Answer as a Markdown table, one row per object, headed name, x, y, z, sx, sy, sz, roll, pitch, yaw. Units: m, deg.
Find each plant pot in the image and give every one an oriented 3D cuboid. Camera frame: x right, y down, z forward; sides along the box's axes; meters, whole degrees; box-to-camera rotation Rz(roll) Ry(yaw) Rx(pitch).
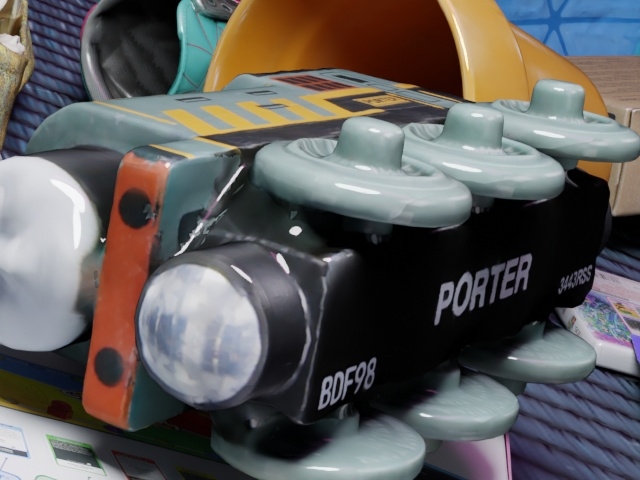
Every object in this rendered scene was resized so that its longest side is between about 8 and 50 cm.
| name | x | y | z | sx | sy | sz | roll | pitch | yaw |
| --- | --- | --- | --- | --- | --- | --- | --- | --- | --- |
| plant pot | 0.066 | -0.060 | 1.063 | 0.188 | 0.205 | 0.205 | 5 | 23 | -47 |

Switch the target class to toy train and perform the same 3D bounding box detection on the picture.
| name | x | y | z | sx | sy | sz | roll | pitch | yaw |
| --- | --- | --- | --- | --- | --- | --- | --- | --- | --- |
| toy train | 0.000 | 0.000 | 0.734 | 0.190 | 0.142 | 0.334 | 16 | 16 | 26 |

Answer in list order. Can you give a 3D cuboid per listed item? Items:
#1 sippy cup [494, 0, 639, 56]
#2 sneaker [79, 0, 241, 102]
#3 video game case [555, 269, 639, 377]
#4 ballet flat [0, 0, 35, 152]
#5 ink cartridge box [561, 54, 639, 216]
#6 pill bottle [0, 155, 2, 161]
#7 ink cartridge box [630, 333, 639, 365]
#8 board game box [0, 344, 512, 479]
| name | x | y | z | sx | sy | sz | roll | pitch | yaw |
| --- | --- | --- | --- | --- | --- | --- | --- | --- | --- |
| sippy cup | 0.141 | -0.208 | 1.584 | 0.305 | 0.240 | 0.224 | 38 | -8 | -39 |
| sneaker | -0.037 | -0.101 | 1.189 | 0.296 | 0.123 | 0.178 | 19 | 11 | 20 |
| video game case | 0.225 | 0.062 | 1.181 | 0.157 | 0.019 | 0.143 | 16 | 19 | -15 |
| ballet flat | -0.224 | -0.135 | 1.106 | 0.123 | 0.123 | 0.348 | 16 | 18 | -14 |
| ink cartridge box | 0.256 | -0.088 | 1.443 | 0.235 | 0.088 | 0.193 | -4 | 19 | -34 |
| pill bottle | -0.259 | -0.030 | 0.723 | 0.246 | 0.136 | 0.136 | 20 | 18 | -2 |
| ink cartridge box | 0.283 | 0.114 | 1.021 | 0.206 | 0.045 | 0.208 | 19 | 22 | -5 |
| board game box | -0.045 | 0.103 | 0.686 | 0.242 | 0.064 | 0.316 | 20 | 18 | -2 |
